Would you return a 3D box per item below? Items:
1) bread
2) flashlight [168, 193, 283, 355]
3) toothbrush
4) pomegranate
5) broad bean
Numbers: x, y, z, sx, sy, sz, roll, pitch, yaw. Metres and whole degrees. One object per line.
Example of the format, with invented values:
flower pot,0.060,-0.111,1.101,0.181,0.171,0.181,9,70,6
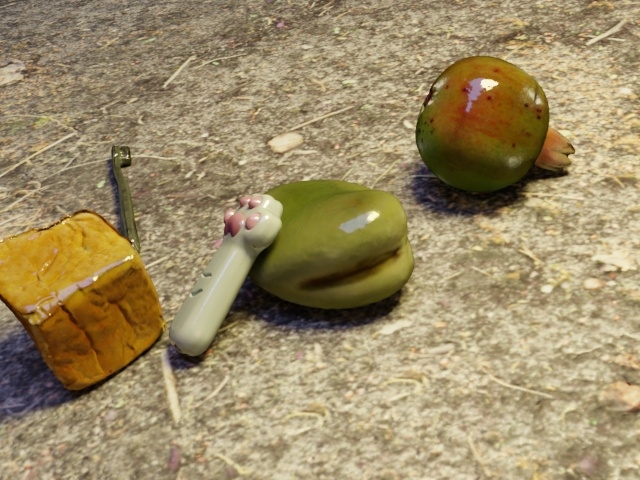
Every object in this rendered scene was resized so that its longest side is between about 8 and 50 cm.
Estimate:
bread,-0.273,0.063,1.030,0.143,0.149,0.158,-32,39,-21
flashlight,-0.109,0.036,1.028,0.200,0.047,0.093,-60,28,-9
toothbrush,-0.276,-0.062,1.306,0.030,0.030,0.297,-7,33,-11
pomegranate,0.225,-0.136,1.167,0.210,0.180,0.180,23,33,-14
broad bean,0.000,0.000,1.084,0.189,0.121,0.263,-33,25,-18
